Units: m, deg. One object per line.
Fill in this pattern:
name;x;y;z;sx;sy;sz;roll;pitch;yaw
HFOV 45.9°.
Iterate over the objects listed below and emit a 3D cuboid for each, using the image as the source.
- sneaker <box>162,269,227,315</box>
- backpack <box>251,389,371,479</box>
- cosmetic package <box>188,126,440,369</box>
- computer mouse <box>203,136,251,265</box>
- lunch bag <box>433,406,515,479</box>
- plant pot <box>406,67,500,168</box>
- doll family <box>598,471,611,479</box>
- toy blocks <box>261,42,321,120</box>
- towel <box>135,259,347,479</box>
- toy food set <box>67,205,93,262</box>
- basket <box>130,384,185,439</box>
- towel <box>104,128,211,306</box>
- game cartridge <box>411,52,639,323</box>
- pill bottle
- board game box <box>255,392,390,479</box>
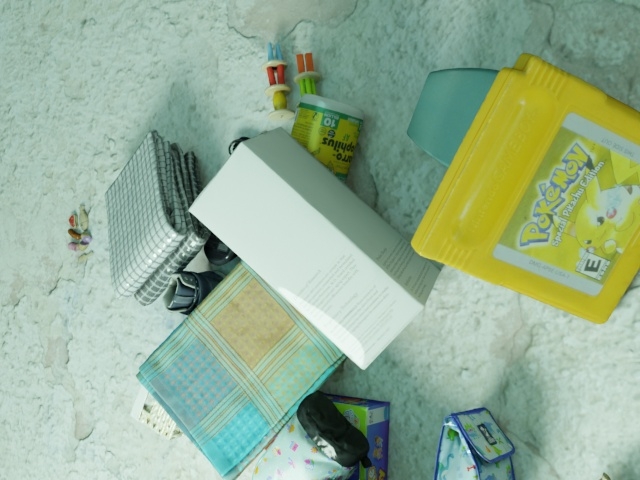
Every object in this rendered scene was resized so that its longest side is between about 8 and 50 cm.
sneaker;-0.194;0.126;1.426;0.226;0.163;0.086;29;101;31
backpack;-0.025;0.355;1.222;0.152;0.115;0.182;46;111;28
cosmetic package;0.000;0.000;1.200;0.365;0.197;0.155;42;112;4
computer mouse;-0.124;-0.069;1.455;0.184;0.060;0.262;6;79;39
lunch bag;0.230;0.331;1.132;0.096;0.128;0.151;-13;77;32
plant pot;0.258;-0.165;1.132;0.234;0.165;0.166;29;103;41
doll family;0.412;0.413;1.035;0.193;0.076;0.111;47;108;25
toy blocks;-0.056;-0.313;1.424;0.123;0.054;0.148;-15;78;34
towel;-0.125;0.197;1.324;0.370;0.040;0.271;-47;71;3
toy food set;-0.575;-0.014;1.786;0.078;0.019;0.122;-28;71;30
basket;-0.261;0.306;1.458;0.103;0.167;0.113;30;104;28
towel;-0.335;-0.044;1.535;0.235;0.121;0.284;-45;46;33
game cartridge;0.319;-0.057;1.001;0.285;0.323;0.053;-64;24;14
pill bottle;-0.005;-0.144;1.337;0.117;0.117;0.209;21;98;34
board game box;-0.002;0.445;1.318;0.233;0.078;0.347;0;86;35
